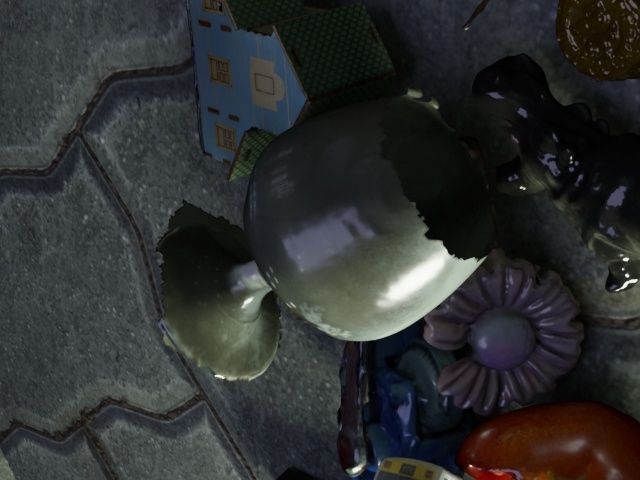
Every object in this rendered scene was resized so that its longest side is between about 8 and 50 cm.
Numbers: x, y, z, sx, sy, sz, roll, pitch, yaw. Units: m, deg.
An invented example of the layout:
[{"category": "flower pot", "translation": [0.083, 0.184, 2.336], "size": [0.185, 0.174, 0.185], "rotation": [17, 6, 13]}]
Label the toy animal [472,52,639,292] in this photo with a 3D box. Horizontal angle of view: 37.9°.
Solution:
[{"category": "toy animal", "translation": [0.280, -0.041, 0.852], "size": [0.343, 0.106, 0.168], "rotation": [30, 138, 29]}]

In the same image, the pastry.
[{"category": "pastry", "translation": [0.265, -0.193, 0.835], "size": [0.109, 0.057, 0.097], "rotation": [51, 143, 16]}]

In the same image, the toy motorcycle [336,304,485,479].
[{"category": "toy motorcycle", "translation": [0.112, 0.223, 1.162], "size": [0.182, 0.241, 0.319], "rotation": [4, 114, 0]}]

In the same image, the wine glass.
[{"category": "wine glass", "translation": [0.000, 0.000, 0.934], "size": [0.323, 0.238, 0.238], "rotation": [-26, 91, 32]}]

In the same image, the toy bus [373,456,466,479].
[{"category": "toy bus", "translation": [0.172, 0.350, 1.037], "size": [0.097, 0.138, 0.342], "rotation": [-3, 152, 42]}]

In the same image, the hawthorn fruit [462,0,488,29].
[{"category": "hawthorn fruit", "translation": [0.162, -0.286, 0.835], "size": [0.162, 0.162, 0.203], "rotation": [15, 143, 40]}]

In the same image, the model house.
[{"category": "model house", "translation": [-0.026, -0.195, 1.035], "size": [0.206, 0.178, 0.271], "rotation": [24, 124, 43]}]

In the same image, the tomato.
[{"category": "tomato", "translation": [0.271, 0.235, 0.977], "size": [0.233, 0.140, 0.200], "rotation": [27, 168, 16]}]

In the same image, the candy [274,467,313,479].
[{"category": "candy", "translation": [0.046, 0.436, 1.391], "size": [0.312, 0.061, 0.088], "rotation": [13, 122, 41]}]

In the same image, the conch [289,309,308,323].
[{"category": "conch", "translation": [-0.006, 0.027, 1.176], "size": [0.155, 0.130, 0.207], "rotation": [-52, 47, 43]}]

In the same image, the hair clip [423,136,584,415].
[{"category": "hair clip", "translation": [0.180, 0.036, 0.989], "size": [0.069, 0.173, 0.300], "rotation": [-160, 55, -88]}]
